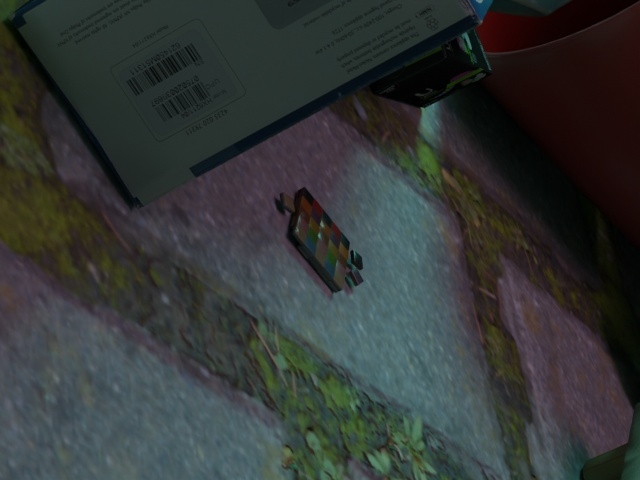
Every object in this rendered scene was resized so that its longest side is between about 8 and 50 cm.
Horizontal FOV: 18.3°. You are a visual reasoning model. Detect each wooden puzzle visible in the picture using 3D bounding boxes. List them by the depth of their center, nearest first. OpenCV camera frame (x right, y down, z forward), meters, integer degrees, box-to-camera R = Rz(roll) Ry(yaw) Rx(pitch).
[{"bbox_3d":[0.000,0.000,1.194,0.083,0.006,0.049,51,26,-25],"label":"wooden puzzle"}]

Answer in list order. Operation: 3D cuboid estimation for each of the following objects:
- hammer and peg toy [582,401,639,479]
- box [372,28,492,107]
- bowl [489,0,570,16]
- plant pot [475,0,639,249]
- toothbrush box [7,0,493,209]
[{"bbox_3d":[0.300,0.304,1.329,0.361,0.127,0.266,57,24,-12],"label":"hammer and peg toy"},{"bbox_3d":[0.073,-0.134,1.411,0.083,0.062,0.052,10,58,-61],"label":"box"},{"bbox_3d":[0.087,-0.250,1.340,0.311,0.312,0.163,7,98,-62],"label":"bowl"},{"bbox_3d":[0.278,-0.136,1.578,0.243,0.275,0.275,55,25,-24],"label":"plant pot"},{"bbox_3d":[-0.007,-0.164,1.096,0.126,0.216,0.295,57,23,-14],"label":"toothbrush box"}]
